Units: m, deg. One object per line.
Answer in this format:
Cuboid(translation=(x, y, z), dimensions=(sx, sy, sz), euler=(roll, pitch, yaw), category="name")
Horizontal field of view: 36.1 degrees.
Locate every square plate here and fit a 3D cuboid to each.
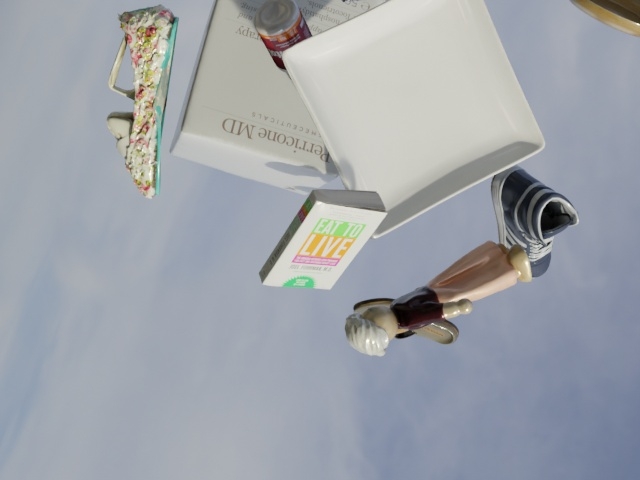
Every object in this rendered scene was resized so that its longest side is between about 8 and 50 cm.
Cuboid(translation=(0.157, -0.230, 1.629), dimensions=(0.347, 0.344, 0.049), euler=(-28, -168, -7), category="square plate")

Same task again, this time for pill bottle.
Cuboid(translation=(-0.055, -0.359, 1.776), dimensions=(0.086, 0.152, 0.086), euler=(-11, -124, 16), category="pill bottle")

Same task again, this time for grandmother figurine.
Cuboid(translation=(0.198, 0.106, 1.758), dimensions=(0.104, 0.342, 0.208), euler=(65, -14, 1), category="grandmother figurine")

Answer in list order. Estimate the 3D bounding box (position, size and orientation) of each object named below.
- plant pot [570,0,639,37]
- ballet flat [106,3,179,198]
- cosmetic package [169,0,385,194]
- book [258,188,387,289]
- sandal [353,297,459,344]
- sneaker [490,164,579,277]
Cuboid(translation=(0.561, -0.442, 1.872), dimensions=(0.236, 0.236, 0.032), euler=(-102, -150, -54), category="plant pot")
Cuboid(translation=(-0.224, -0.172, 1.209), dimensions=(0.091, 0.077, 0.241), euler=(-110, -153, -71), category="ballet flat")
Cuboid(translation=(-0.099, -0.338, 2.048), dimensions=(0.327, 0.329, 0.394), euler=(165, -60, -77), category="cosmetic package")
Cuboid(translation=(0.000, 0.000, 1.142), dimensions=(0.144, 0.096, 0.035), euler=(-56, -137, 38), category="book")
Cuboid(translation=(0.169, 0.170, 1.942), dimensions=(0.090, 0.219, 0.060), euler=(-47, -157, 57), category="sandal")
Cuboid(translation=(0.416, -0.007, 1.857), dimensions=(0.099, 0.282, 0.153), euler=(-36, -139, -13), category="sneaker")
